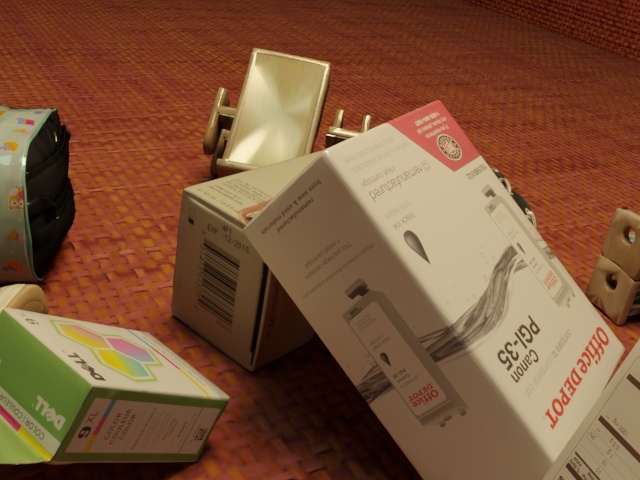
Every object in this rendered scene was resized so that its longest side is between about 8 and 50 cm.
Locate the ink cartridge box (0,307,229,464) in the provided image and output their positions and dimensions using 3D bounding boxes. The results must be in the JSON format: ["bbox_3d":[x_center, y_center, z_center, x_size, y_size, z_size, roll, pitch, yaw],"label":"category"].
[{"bbox_3d":[-0.172,0.104,0.533,0.109,0.062,0.209,29,2,32],"label":"ink cartridge box"}]

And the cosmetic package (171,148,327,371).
[{"bbox_3d":[0.000,0.000,0.797,0.129,0.153,0.296,30,35,31],"label":"cosmetic package"}]

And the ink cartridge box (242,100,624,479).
[{"bbox_3d":[0.105,0.044,0.626,0.283,0.117,0.207,54,39,4],"label":"ink cartridge box"}]

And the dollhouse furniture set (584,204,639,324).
[{"bbox_3d":[0.425,0.055,0.844,0.129,0.129,0.184,-2,29,-20],"label":"dollhouse furniture set"}]

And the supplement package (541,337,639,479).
[{"bbox_3d":[0.309,0.188,0.464,0.261,0.145,0.204,15,21,-31],"label":"supplement package"}]

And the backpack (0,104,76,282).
[{"bbox_3d":[-0.327,-0.044,0.759,0.144,0.166,0.188,-1,26,-16],"label":"backpack"}]

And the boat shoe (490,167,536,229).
[{"bbox_3d":[0.227,-0.028,0.959,0.091,0.114,0.302,-1,29,-7],"label":"boat shoe"}]

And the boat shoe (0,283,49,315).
[{"bbox_3d":[-0.299,0.121,0.537,0.092,0.103,0.285,1,29,11],"label":"boat shoe"}]

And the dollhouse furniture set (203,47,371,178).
[{"bbox_3d":[-0.052,-0.111,0.986,0.212,0.242,0.161,12,72,4],"label":"dollhouse furniture set"}]
